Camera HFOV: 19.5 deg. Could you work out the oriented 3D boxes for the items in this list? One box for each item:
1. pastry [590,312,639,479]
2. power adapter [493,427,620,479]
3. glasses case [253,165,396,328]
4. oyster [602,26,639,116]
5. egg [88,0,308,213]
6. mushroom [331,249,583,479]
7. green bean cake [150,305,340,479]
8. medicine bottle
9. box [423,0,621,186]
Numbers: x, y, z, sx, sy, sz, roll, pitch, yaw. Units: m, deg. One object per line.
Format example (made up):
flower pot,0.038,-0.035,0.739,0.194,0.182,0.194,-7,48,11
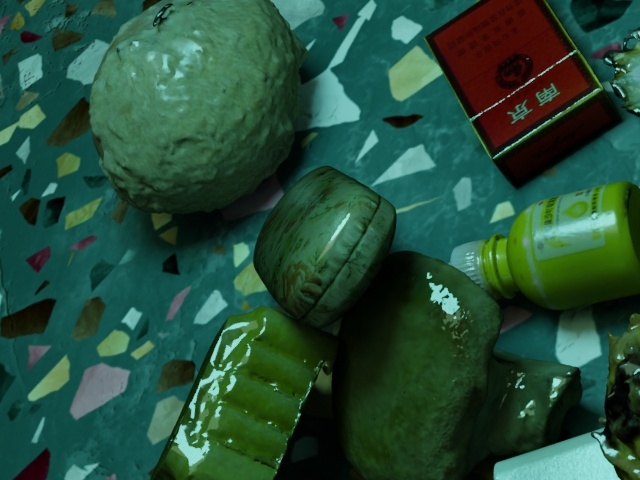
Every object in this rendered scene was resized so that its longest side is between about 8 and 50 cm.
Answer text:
pastry,0.441,0.177,1.594,0.405,0.292,0.337,-14,59,-32
power adapter,0.288,0.255,1.791,0.205,0.130,0.125,-21,49,20
glasses case,0.000,0.000,2.056,0.156,0.098,0.425,-57,9,2
oyster,0.445,-0.221,2.065,0.259,0.092,0.198,-39,44,17
egg,-0.155,-0.176,2.318,0.310,0.279,0.279,-48,45,-6
mushroom,0.103,0.150,1.955,0.217,0.212,0.292,-46,51,-14
green bean cake,-0.090,0.202,2.021,0.124,0.233,0.236,25,68,-3
medicine bottle,0.248,0.016,1.997,0.212,0.122,0.122,-14,52,26
box,0.234,-0.193,2.194,0.153,0.074,0.240,-30,47,7
